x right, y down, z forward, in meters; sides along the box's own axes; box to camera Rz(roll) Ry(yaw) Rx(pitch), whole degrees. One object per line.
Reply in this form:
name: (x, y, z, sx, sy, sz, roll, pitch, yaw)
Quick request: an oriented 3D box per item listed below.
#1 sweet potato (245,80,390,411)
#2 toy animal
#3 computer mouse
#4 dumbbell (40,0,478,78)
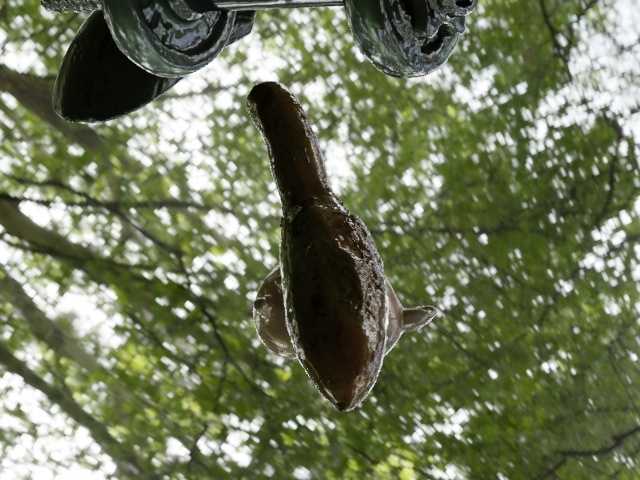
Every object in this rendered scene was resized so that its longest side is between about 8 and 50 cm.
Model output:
sweet potato: (0.000, 0.000, 1.215, 0.109, 0.109, 0.385, -22, -123, 14)
toy animal: (0.009, 0.085, 1.490, 0.165, 0.248, 0.149, -38, -126, 25)
computer mouse: (-0.181, -0.228, 1.275, 0.264, 0.088, 0.147, -35, -135, -15)
dumbbell: (-0.014, -0.104, 0.464, 0.254, 0.081, 0.082, 5, -114, 32)
